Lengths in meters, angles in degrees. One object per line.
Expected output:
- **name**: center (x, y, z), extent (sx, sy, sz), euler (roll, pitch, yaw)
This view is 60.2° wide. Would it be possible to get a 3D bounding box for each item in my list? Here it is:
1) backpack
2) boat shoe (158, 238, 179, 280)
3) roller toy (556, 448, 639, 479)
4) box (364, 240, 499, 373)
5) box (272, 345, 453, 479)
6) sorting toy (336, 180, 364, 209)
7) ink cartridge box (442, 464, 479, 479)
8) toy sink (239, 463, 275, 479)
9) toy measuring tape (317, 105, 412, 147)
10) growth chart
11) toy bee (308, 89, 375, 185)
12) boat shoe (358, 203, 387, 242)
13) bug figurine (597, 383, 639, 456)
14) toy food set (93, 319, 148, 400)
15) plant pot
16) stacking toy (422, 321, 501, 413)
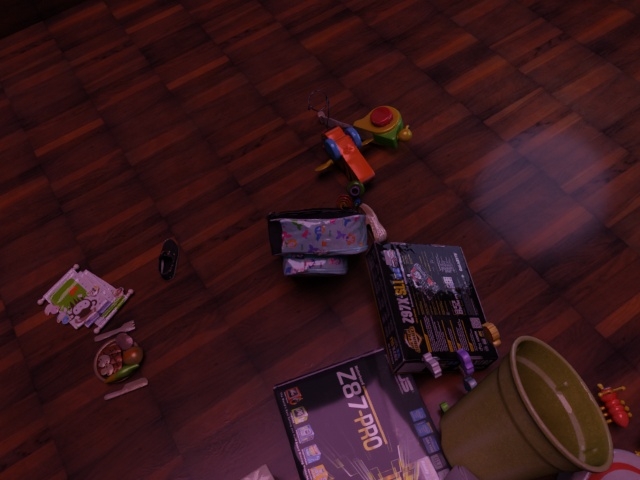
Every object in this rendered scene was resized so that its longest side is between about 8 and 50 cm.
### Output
- **backpack**: center (0.000, 0.000, 1.441), extent (0.253, 0.225, 0.191), euler (-9, 91, -1)
- **boat shoe**: center (-0.433, 0.048, 1.570), extent (0.048, 0.042, 0.133), euler (-8, 57, 4)
- **roller toy**: center (0.584, 0.520, 1.106), extent (0.209, 0.146, 0.191), euler (19, 73, 13)
- **box**: center (0.264, 0.157, 1.350), extent (0.256, 0.079, 0.322), euler (1, 55, -19)
- **box**: center (0.100, 0.463, 1.224), extent (0.317, 0.097, 0.395), euler (-16, 58, -8)
- **sorting toy**: center (0.088, -0.121, 1.590), extent (0.061, 0.102, 0.042), euler (37, 23, -5)
- **ink cartridge box**: center (0.249, 0.616, 1.012), extent (0.226, 0.131, 0.306), euler (39, 90, 7)
- **toy sink**: center (-0.170, 0.608, 1.145), extent (0.234, 0.131, 0.153), euler (-29, 60, -17)
- **toy measuring tape**: center (0.149, -0.379, 1.735), extent (0.330, 0.121, 0.121), euler (25, 64, 30)
- **growth chart**: center (-0.658, 0.165, 1.536), extent (0.237, 0.021, 0.172), euler (22, 65, 19)
- **toy bee**: center (0.066, -0.291, 1.679), extent (0.195, 0.162, 0.299), euler (-9, 83, -8)
- **boat shoe**: center (0.139, -0.048, 1.560), extent (0.045, 0.050, 0.135), euler (-24, 59, -15)
- **bug figurine**: center (0.759, 0.382, 1.215), extent (0.278, 0.072, 0.216), euler (-18, 59, -6)
- **toy food set**: center (-0.524, 0.303, 1.424), extent (0.132, 0.039, 0.192), euler (-22, 59, -7)
- **plant pot**: center (0.392, 0.379, 1.124), extent (0.276, 0.254, 0.276), euler (29, 35, -23)
- **stacking toy**: center (0.334, 0.302, 1.236), extent (0.166, 0.221, 0.052), euler (-25, 30, -6)
